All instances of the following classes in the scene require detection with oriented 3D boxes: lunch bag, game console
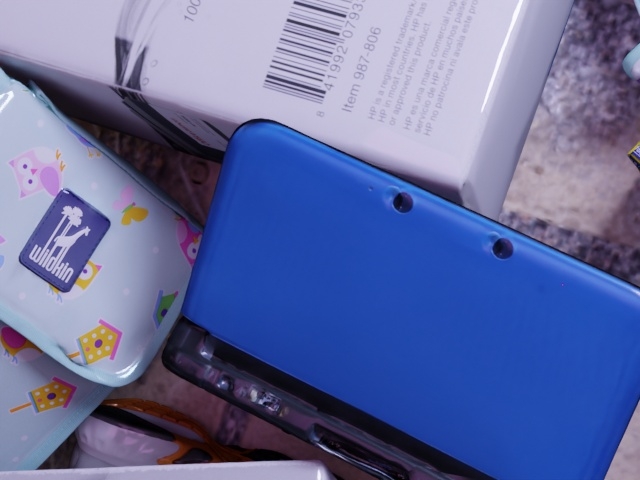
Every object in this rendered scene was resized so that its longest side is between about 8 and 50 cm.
[{"bbox_3d":[-0.231,0.024,1.117,0.262,0.160,0.223,-41,120,17],"label":"lunch bag"},{"bbox_3d":[0.065,0.074,1.044,0.293,0.250,0.173,26,86,15],"label":"game console"}]

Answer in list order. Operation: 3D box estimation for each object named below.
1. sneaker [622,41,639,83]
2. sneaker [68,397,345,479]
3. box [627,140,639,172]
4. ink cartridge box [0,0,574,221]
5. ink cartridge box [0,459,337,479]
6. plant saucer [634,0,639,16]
[{"bbox_3d":[0.255,-0.128,1.045,0.069,0.038,0.098,44,113,3],"label":"sneaker"},{"bbox_3d":[-0.074,0.210,1.157,0.262,0.099,0.121,21,101,23],"label":"sneaker"},{"bbox_3d":[0.242,-0.052,1.030,0.054,0.169,0.059,44,99,13],"label":"box"},{"bbox_3d":[-0.032,-0.199,1.093,0.395,0.166,0.285,18,80,16],"label":"ink cartridge box"},{"bbox_3d":[-0.137,0.279,1.028,0.296,0.066,0.261,-5,62,16],"label":"ink cartridge box"},{"bbox_3d":[0.361,-0.213,1.050,0.317,0.044,0.317,1,96,12],"label":"plant saucer"}]
